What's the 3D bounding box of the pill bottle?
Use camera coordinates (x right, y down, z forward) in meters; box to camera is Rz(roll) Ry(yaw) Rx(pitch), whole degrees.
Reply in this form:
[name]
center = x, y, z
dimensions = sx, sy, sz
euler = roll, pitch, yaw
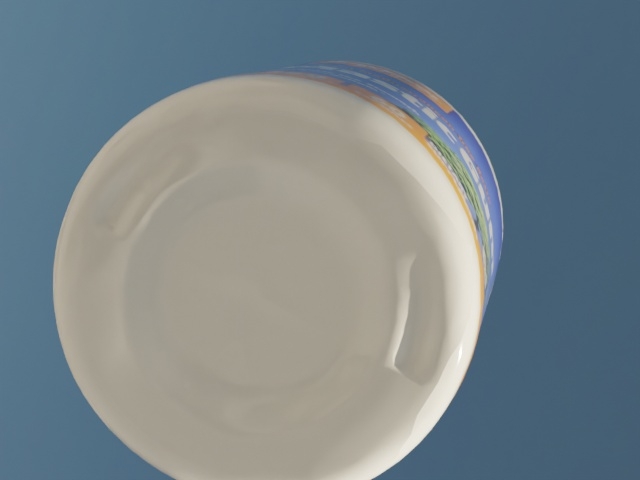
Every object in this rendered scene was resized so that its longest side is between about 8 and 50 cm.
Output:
[pill bottle]
center = 0.000, 0.000, 0.645
dimensions = 0.272, 0.152, 0.152
euler = -44, 159, -77
